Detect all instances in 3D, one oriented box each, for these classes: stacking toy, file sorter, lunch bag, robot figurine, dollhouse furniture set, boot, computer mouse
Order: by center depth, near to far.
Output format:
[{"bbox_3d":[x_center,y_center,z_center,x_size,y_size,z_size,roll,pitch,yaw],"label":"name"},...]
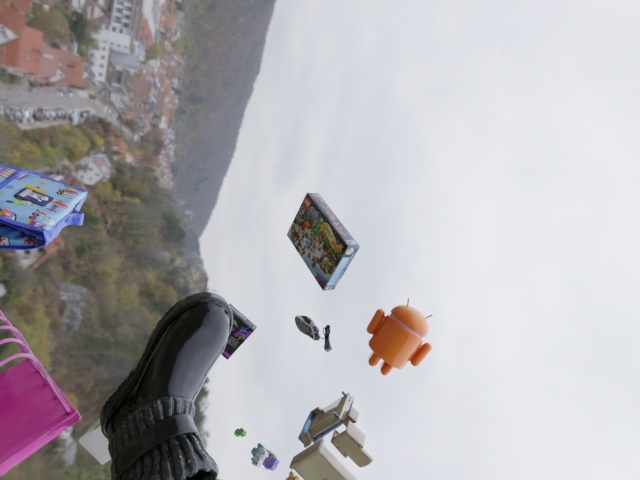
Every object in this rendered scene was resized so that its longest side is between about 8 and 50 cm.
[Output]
[{"bbox_3d":[-0.235,0.282,0.804,0.348,0.131,0.260,-56,-145,1],"label":"boot"},{"bbox_3d":[-0.618,0.265,0.859,0.290,0.202,0.182,15,-52,44],"label":"file sorter"},{"bbox_3d":[-0.659,-0.064,1.003,0.221,0.293,0.138,-101,-156,-63],"label":"lunch bag"},{"bbox_3d":[0.224,0.277,1.352,0.158,0.128,0.219,37,-87,44],"label":"robot figurine"},{"bbox_3d":[-0.176,0.679,1.479,0.052,0.167,0.221,-49,-154,-19],"label":"stacking toy"},{"bbox_3d":[0.088,0.639,1.532,0.286,0.198,0.303,-42,-176,26],"label":"dollhouse furniture set"},{"bbox_3d":[-0.021,0.300,1.615,0.193,0.042,0.106,25,-48,49],"label":"computer mouse"}]

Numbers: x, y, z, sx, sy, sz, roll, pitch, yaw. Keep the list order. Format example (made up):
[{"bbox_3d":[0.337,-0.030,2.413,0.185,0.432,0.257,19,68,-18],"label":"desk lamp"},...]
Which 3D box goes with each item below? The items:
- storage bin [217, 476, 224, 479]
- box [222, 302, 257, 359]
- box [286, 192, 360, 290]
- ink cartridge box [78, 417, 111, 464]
[{"bbox_3d":[-0.283,0.824,1.322,0.123,0.262,0.260,74,37,-61],"label":"storage bin"},{"bbox_3d":[-0.288,0.287,1.488,0.162,0.116,0.029,-48,-179,27],"label":"box"},{"bbox_3d":[0.000,0.000,1.307,0.233,0.044,0.159,54,-50,37],"label":"box"},{"bbox_3d":[-0.605,0.549,1.533,0.198,0.115,0.273,-37,-172,23],"label":"ink cartridge box"}]
